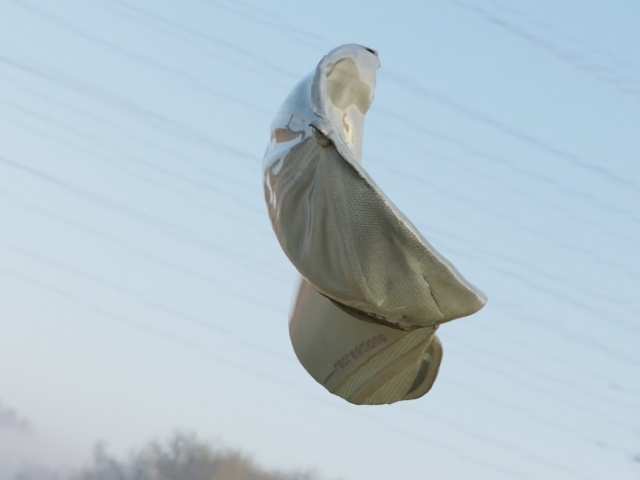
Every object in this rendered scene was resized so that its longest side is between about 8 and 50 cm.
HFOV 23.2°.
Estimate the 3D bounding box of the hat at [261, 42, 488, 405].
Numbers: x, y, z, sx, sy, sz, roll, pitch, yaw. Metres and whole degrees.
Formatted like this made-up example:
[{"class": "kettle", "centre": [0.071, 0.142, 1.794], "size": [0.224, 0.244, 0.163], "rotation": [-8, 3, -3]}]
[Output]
[{"class": "hat", "centre": [0.000, 0.000, 1.072], "size": [0.164, 0.219, 0.226], "rotation": [8, -44, -38]}]
